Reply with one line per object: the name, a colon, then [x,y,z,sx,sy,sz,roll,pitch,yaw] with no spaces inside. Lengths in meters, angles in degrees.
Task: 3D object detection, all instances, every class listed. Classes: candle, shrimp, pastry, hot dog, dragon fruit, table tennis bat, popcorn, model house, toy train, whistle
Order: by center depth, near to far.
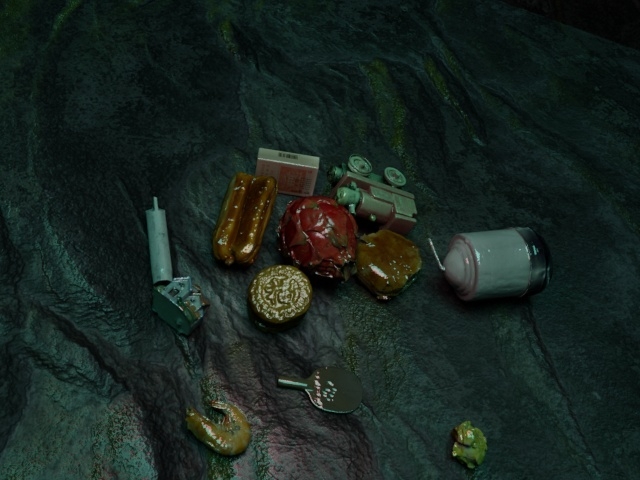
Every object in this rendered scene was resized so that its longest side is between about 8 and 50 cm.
shrimp: [-0.257,0.461,1.592,0.187,0.052,0.132,33,35,7]
popcorn: [0.386,0.528,1.649,0.097,0.089,0.109,2,53,-57]
table tennis bat: [0.000,0.394,1.709,0.234,0.022,0.131,11,53,-6]
model house: [-0.368,0.161,1.754,0.148,0.119,0.149,32,46,13]
pastry: [-0.118,0.162,1.791,0.188,0.103,0.189,2,63,-4]
dragon fruit: [0.000,0.000,1.872,0.244,0.244,0.299,-28,69,-29]
whistle: [-0.477,0.006,1.875,0.062,0.062,0.312,-5,55,-16]
candle: [0.512,0.076,1.936,0.342,0.221,0.221,-7,55,-13]
pastry: [0.204,0.075,1.941,0.218,0.100,0.229,13,51,-6]
hot dog: [-0.231,-0.064,1.947,0.158,0.117,0.349,11,54,0]
toy train: [0.162,-0.138,2.035,0.304,0.150,0.222,16,45,-24]

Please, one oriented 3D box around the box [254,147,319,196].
box: [-0.112,-0.219,2.073,0.201,0.141,0.058,9,47,-7]
